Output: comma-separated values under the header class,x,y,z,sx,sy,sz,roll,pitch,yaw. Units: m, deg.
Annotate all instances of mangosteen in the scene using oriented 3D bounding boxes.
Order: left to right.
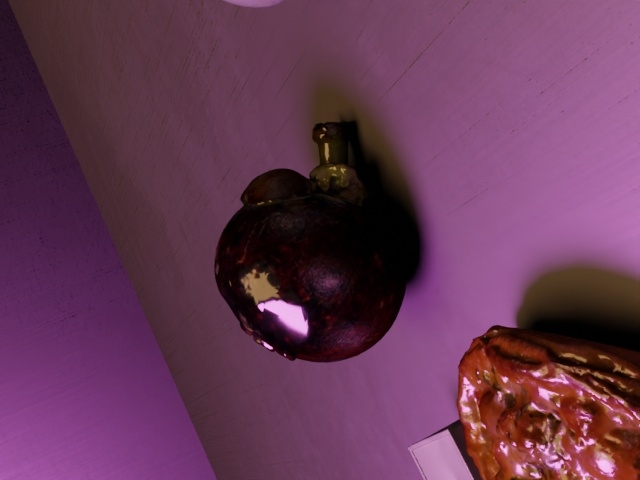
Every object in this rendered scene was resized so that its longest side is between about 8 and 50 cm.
class,x,y,z,sx,sy,sz,roll,pitch,yaw
mangosteen,0.000,0.000,1.047,0.231,0.231,0.289,23,96,59

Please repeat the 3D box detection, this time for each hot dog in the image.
class,x,y,z,sx,sy,sz,roll,pitch,yaw
hot dog,0.223,0.168,0.781,0.272,0.122,0.196,8,111,66

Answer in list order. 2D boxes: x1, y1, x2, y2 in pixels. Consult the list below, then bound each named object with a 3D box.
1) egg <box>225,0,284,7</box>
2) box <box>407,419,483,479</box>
class,x,y,z,sx,sy,sz,roll,pitch,yaw
egg,-0.093,-0.354,0.944,0.231,0.168,0.168,58,155,13
box,0.203,0.307,0.989,0.225,0.086,0.129,63,157,12
